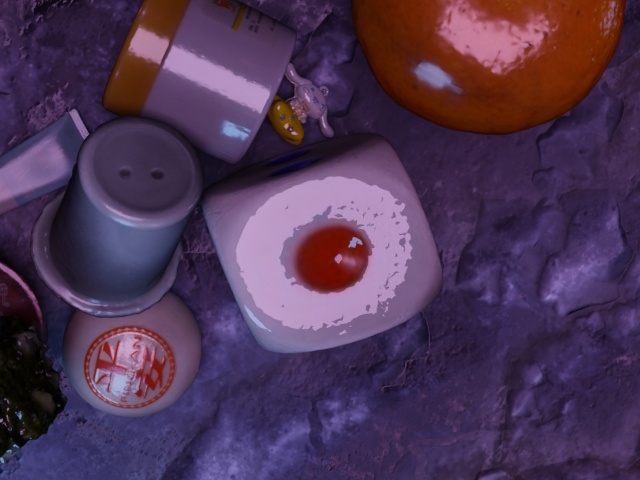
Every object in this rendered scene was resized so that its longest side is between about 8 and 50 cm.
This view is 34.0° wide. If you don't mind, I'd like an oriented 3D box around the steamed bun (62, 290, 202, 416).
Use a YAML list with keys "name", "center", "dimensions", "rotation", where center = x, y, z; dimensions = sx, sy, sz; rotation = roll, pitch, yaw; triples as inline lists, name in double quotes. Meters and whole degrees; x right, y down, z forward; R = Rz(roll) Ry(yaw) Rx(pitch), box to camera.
- name: "steamed bun"
  center: [-0.309, 0.185, 1.718]
  dimensions: [0.232, 0.145, 0.231]
  rotation: [-1, 100, -6]

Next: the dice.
- name: "dice"
  center: [0.000, 0.000, 1.637]
  dimensions: [0.304, 0.304, 0.276]
  rotation: [-22, 101, -2]

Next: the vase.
- name: "vase"
  center: [-0.299, -0.047, 1.566]
  dimensions: [0.245, 0.291, 0.245]
  rotation: [9, 61, -16]

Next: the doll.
- name: "doll"
  center: [-0.029, -0.212, 1.725]
  dimensions: [0.135, 0.071, 0.113]
  rotation: [33, 81, -24]

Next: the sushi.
- name: "sushi"
  center: [-0.527, 0.239, 1.510]
  dimensions: [0.294, 0.352, 0.178]
  rotation: [-22, 100, -1]

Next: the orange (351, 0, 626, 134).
- name: "orange"
  center: [0.249, -0.367, 1.587]
  dimensions: [0.424, 0.326, 0.423]
  rotation: [0, 89, 1]

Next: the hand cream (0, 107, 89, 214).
- name: "hand cream"
  center: [-0.503, -0.089, 1.688]
  dimensions: [0.312, 0.070, 0.111]
  rotation: [-31, 100, -4]

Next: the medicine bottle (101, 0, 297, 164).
- name: "medicine bottle"
  center: [-0.184, -0.265, 1.603]
  dimensions: [0.232, 0.238, 0.237]
  rotation: [24, 97, -12]

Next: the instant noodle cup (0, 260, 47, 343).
- name: "instant noodle cup"
  center: [-0.577, 0.140, 1.707]
  dimensions: [0.274, 0.091, 0.274]
  rotation: [-1, 101, -6]
